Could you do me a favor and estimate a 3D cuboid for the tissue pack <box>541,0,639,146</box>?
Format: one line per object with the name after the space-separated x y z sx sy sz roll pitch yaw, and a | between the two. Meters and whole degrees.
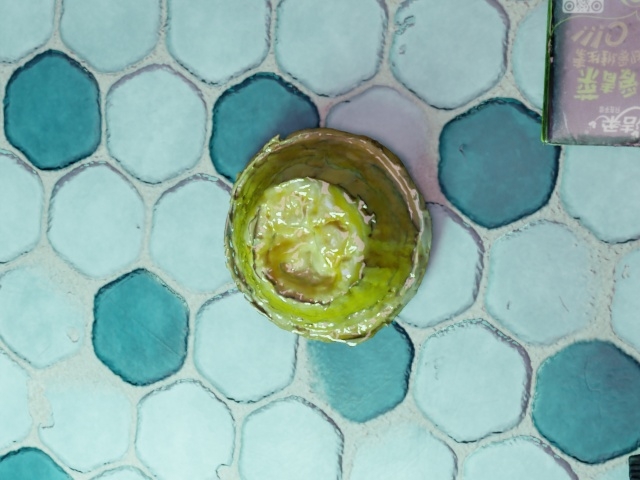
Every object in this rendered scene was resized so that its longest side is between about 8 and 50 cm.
0.373 -0.236 1.492 0.174 0.073 0.235 3 99 15 | tissue pack

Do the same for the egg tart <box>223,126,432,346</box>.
0.000 0.000 1.603 0.315 0.120 0.314 2 99 16 | egg tart

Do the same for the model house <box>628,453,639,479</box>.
0.503 0.377 1.506 0.261 0.226 0.241 -4 59 12 | model house
